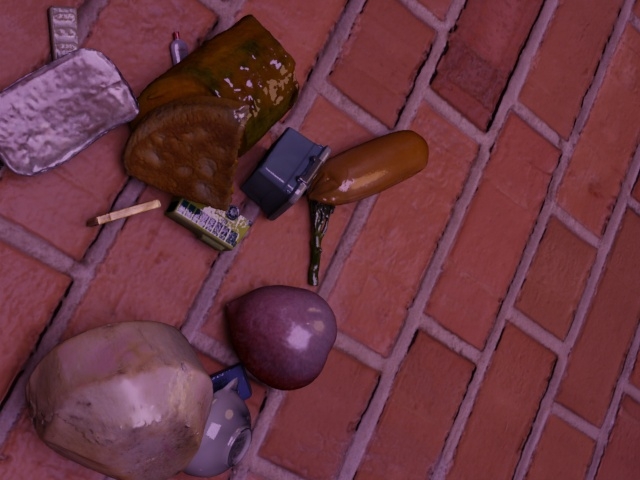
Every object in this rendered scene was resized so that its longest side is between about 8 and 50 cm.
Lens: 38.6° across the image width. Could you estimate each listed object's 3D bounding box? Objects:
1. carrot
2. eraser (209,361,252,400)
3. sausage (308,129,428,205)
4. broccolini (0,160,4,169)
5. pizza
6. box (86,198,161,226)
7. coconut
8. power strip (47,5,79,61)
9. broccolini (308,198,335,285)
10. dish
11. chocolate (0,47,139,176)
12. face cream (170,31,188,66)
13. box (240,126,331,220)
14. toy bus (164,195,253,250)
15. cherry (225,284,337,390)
[{"bbox_3d":[-0.211,-0.305,1.960,0.341,0.241,0.241,-46,110,-25],"label":"carrot"},{"bbox_3d":[-0.251,0.347,2.031,0.225,0.036,0.082,-20,97,-29],"label":"eraser"},{"bbox_3d":[0.113,-0.172,2.194,0.353,0.116,0.134,-26,66,-37],"label":"sausage"},{"bbox_3d":[-0.672,-0.080,1.803,0.052,0.054,0.194,12,89,1],"label":"broccolini"},{"bbox_3d":[-0.278,-0.211,1.860,0.257,0.268,0.087,21,43,4],"label":"pizza"},{"bbox_3d":[-0.416,-0.057,1.925,0.149,0.073,0.020,-19,97,-30],"label":"box"},{"bbox_3d":[-0.394,0.302,1.788,0.352,0.352,0.353,1,88,-31],"label":"coconut"},{"bbox_3d":[-0.531,-0.422,1.892,0.056,0.032,0.123,-5,92,-29],"label":"power strip"},{"bbox_3d":[-0.002,0.000,2.192,0.067,0.058,0.216,4,95,7],"label":"broccolini"},{"bbox_3d":[-0.198,0.415,1.958,0.228,0.086,0.236,-60,156,-17],"label":"dish"},{"bbox_3d":[-0.533,-0.256,1.848,0.303,0.100,0.185,-37,102,-26],"label":"chocolate"},{"bbox_3d":[-0.313,-0.421,2.028,0.040,0.021,0.083,-11,94,-30],"label":"face cream"},{"bbox_3d":[-0.078,-0.148,2.050,0.130,0.227,0.162,37,71,-7],"label":"box"},{"bbox_3d":[-0.248,-0.050,2.018,0.175,0.088,0.101,34,73,-23],"label":"toy bus"},{"bbox_3d":[-0.087,0.207,2.035,0.239,0.206,0.240,-7,105,-29],"label":"cherry"}]
